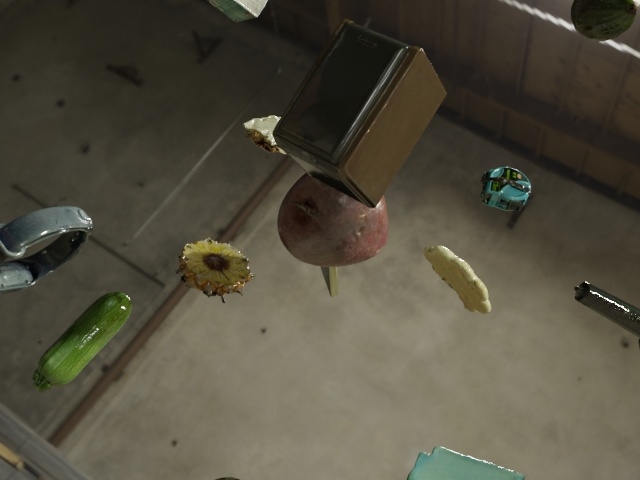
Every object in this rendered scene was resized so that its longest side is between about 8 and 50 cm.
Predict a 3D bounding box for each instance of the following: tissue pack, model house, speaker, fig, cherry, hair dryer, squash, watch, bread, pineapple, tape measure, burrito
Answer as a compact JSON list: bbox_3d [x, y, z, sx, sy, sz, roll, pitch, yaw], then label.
[{"bbox_3d":[-0.167,-0.511,1.671,0.085,0.079,0.111,34,-8,-28],"label":"tissue pack"},{"bbox_3d":[0.332,0.685,1.957,0.281,0.230,0.248,16,-63,14],"label":"model house"},{"bbox_3d":[0.063,-0.200,1.284,0.153,0.230,0.192,30,-4,28],"label":"speaker"},{"bbox_3d":[0.566,-0.442,1.554,0.117,0.117,0.177,47,-5,-26],"label":"fig"},{"bbox_3d":[0.040,-0.055,1.908,0.308,0.261,0.221,25,28,-36],"label":"cherry"},{"bbox_3d":[0.608,0.164,1.455,0.303,0.116,0.244,26,0,-6],"label":"hair dryer"},{"bbox_3d":[-0.414,0.175,1.401,0.068,0.219,0.077,47,-18,-19],"label":"squash"},{"bbox_3d":[-0.501,0.016,1.387,0.068,0.193,0.206,50,11,10],"label":"watch"},{"bbox_3d":[0.403,0.109,2.298,0.250,0.039,0.182,50,-18,-9],"label":"bread"},{"bbox_3d":[-0.270,0.070,2.061,0.221,0.221,0.047,31,-51,16],"label":"pineapple"},{"bbox_3d":[0.519,-0.147,2.250,0.146,0.125,0.081,17,-42,3],"label":"tape measure"},{"bbox_3d":[-0.096,-0.291,2.218,0.117,0.076,0.392,53,22,6],"label":"burrito"}]

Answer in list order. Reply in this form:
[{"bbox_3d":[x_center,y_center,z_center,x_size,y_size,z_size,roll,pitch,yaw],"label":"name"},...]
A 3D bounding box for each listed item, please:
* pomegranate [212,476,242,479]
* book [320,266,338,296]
[{"bbox_3d":[-0.207,0.574,1.675,0.126,0.163,0.138,13,-52,33],"label":"pomegranate"},{"bbox_3d":[0.000,0.000,2.275,0.202,0.027,0.264,85,-12,-55],"label":"book"}]
